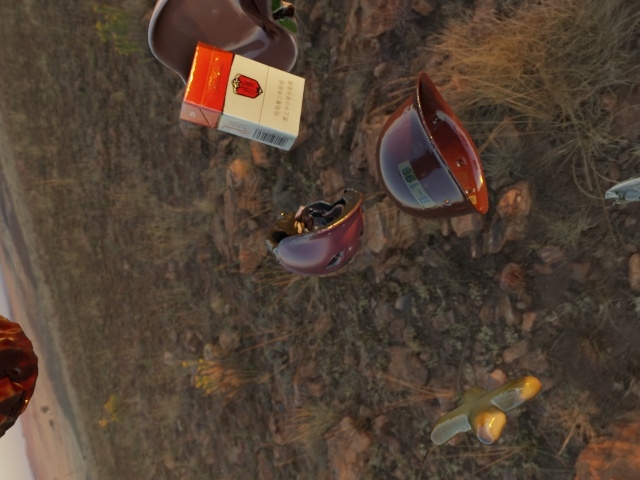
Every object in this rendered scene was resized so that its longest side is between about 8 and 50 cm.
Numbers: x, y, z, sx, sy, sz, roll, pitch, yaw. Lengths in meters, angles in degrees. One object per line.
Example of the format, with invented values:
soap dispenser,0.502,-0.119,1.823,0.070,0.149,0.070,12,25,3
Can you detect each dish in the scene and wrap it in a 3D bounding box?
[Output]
dish,-0.137,-0.313,0.629,0.213,0.213,0.091,-55,45,45

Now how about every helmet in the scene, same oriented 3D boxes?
helmet,0.261,-0.206,1.145,0.230,0.338,0.385,-26,109,34
helmet,0.000,0.000,0.908,0.253,0.198,0.154,10,133,53

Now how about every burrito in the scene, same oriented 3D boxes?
burrito,0.746,-0.129,0.943,0.225,0.086,0.061,-16,70,37

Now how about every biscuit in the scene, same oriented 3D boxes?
biscuit,0.304,0.320,0.820,0.047,0.164,0.208,53,156,13

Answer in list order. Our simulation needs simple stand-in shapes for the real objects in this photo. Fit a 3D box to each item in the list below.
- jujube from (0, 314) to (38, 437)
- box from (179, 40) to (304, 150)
jujube,-0.622,0.222,0.613,0.276,0.377,0.277,-2,83,13
box,-0.102,-0.192,0.587,0.048,0.151,0.100,135,143,-61
